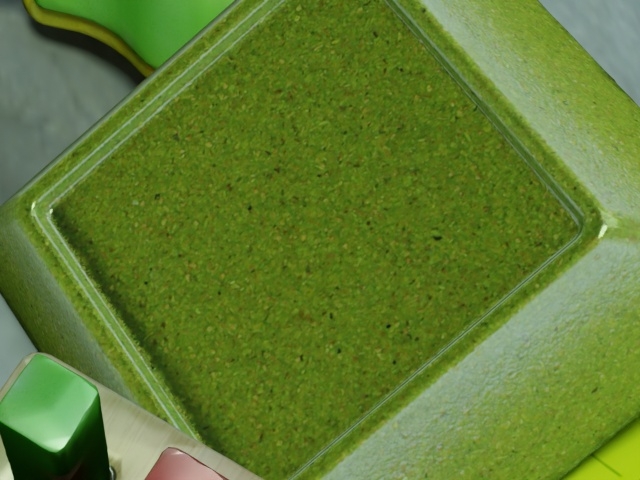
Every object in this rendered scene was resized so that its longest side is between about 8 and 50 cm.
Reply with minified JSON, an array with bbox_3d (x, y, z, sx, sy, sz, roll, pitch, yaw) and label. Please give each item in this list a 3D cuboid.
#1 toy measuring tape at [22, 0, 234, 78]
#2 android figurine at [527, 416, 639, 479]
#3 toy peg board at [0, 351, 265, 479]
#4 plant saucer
[{"bbox_3d":[-0.073,-0.083,0.622,0.330,0.121,0.121,-13,53,-20],"label":"toy measuring tape"},{"bbox_3d":[0.142,0.053,0.527,0.248,0.056,0.273,-36,43,-19],"label":"android figurine"},{"bbox_3d":[-0.045,0.119,0.412,0.161,0.079,0.161,29,69,9],"label":"toy peg board"},{"bbox_3d":[0.000,0.000,0.525,0.188,0.045,0.188,-41,62,5],"label":"plant saucer"}]
